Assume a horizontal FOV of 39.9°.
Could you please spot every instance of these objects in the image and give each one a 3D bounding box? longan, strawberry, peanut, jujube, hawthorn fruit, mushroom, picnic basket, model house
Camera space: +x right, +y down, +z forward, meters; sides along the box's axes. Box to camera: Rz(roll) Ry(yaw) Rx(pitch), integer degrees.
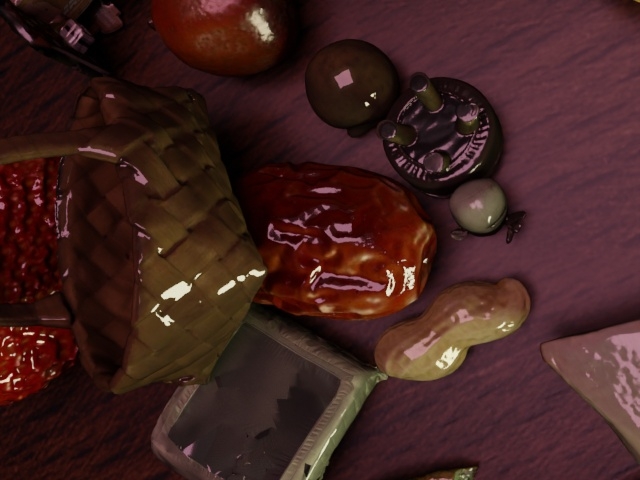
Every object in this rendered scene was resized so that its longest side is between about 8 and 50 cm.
[{"bbox_3d":[0.038,-0.170,1.002,0.106,0.106,0.119,-5,129,19],"label":"longan"},{"bbox_3d":[-0.414,0.040,1.098,0.351,0.267,0.312,-39,107,-13],"label":"strawberry"},{"bbox_3d":[0.145,0.098,0.979,0.187,0.082,0.082,-36,80,15],"label":"peanut"},{"bbox_3d":[0.000,0.000,0.978,0.250,0.174,0.174,12,95,22],"label":"jujube"},{"bbox_3d":[-0.119,-0.267,1.017,0.188,0.169,0.169,-14,87,18],"label":"hawthorn fruit"},{"bbox_3d":[0.406,0.215,0.863,0.154,0.137,0.407,-41,81,4],"label":"mushroom"},{"bbox_3d":[-0.258,-0.005,0.904,0.337,0.337,0.293,41,133,13],"label":"picnic basket"},{"bbox_3d":[-0.339,-0.353,1.067,0.294,0.207,0.154,45,99,12],"label":"model house"}]

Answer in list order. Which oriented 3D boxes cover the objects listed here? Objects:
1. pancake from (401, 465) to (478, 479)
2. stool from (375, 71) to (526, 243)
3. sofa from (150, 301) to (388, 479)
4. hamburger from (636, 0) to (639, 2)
[{"bbox_3d":[0.069,0.407,1.029,0.197,0.054,0.377,43,106,15],"label":"pancake"},{"bbox_3d":[0.141,-0.090,0.954,0.125,0.121,0.217,-27,78,14],"label":"stool"},{"bbox_3d":[-0.060,0.214,1.052,0.210,0.176,0.225,26,71,16],"label":"sofa"},{"bbox_3d":[0.364,-0.384,0.846,0.318,0.158,0.319,0,91,19],"label":"hamburger"}]
